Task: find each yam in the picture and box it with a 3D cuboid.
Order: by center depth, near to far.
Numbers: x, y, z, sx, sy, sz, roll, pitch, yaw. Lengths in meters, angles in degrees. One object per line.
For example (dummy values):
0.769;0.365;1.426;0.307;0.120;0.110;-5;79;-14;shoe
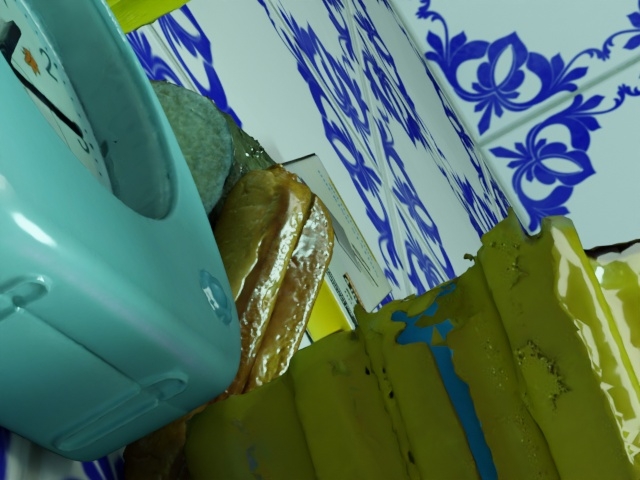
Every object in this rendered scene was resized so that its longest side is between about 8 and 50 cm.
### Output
-0.062;-0.007;0.901;0.107;0.107;0.183;67;10;25;yam

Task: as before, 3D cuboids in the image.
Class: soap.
0.081;0.173;0.682;0.096;0.204;0.324;10;57;-52;soap

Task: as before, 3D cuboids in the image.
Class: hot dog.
-0.038;0.043;0.810;0.071;0.045;0.165;39;68;-57;hot dog

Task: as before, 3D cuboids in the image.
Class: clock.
-0.137;-0.059;0.719;0.223;0.094;0.274;46;17;-56;clock

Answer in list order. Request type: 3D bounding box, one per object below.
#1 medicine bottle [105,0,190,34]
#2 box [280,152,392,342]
-0.142;-0.225;1.024;0.212;0.122;0.122;62;11;2;medicine bottle
0.000;0.000;1.349;0.129;0.033;0.247;61;11;-1;box
